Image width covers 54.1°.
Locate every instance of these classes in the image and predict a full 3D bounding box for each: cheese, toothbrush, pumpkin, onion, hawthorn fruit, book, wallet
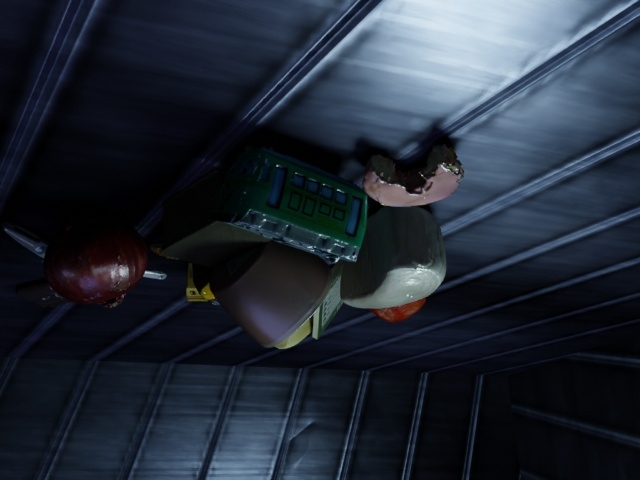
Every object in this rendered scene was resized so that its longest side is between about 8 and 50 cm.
[{"bbox_3d":[-0.049,0.200,2.051,0.128,0.316,0.260,30,128,14],"label":"cheese"},{"bbox_3d":[-0.690,0.080,2.029,0.417,0.040,0.042,13,138,-40],"label":"toothbrush"},{"bbox_3d":[-0.264,0.098,1.915,0.190,0.139,0.280,-35,144,20],"label":"pumpkin"},{"bbox_3d":[-0.607,0.059,1.703,0.276,0.276,0.276,-1,157,-1],"label":"onion"},{"bbox_3d":[0.243,0.168,2.069,0.215,0.215,0.249,-19,140,35],"label":"hawthorn fruit"},{"bbox_3d":[0.038,0.175,2.022,0.027,0.202,0.264,27,144,18],"label":"book"},{"bbox_3d":[-0.949,0.188,2.250,0.229,0.049,0.182,-14,151,25],"label":"wallet"}]

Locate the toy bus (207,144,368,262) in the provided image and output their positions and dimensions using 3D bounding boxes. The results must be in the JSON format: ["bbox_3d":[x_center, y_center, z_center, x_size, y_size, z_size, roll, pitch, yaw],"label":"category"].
[{"bbox_3d":[-0.062,-0.082,1.430,0.343,0.200,0.183,19,175,-31],"label":"toy bus"}]

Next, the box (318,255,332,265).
[{"bbox_3d":[0.000,0.000,1.832,0.155,0.067,0.243,5,157,-20],"label":"box"}]

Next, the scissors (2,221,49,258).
[{"bbox_3d":[-0.811,0.023,1.834,0.138,0.041,0.289,-38,143,3],"label":"scissors"}]

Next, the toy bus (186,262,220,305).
[{"bbox_3d":[-0.276,0.140,2.087,0.335,0.121,0.123,1,150,-3],"label":"toy bus"}]

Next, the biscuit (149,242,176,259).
[{"bbox_3d":[-0.413,0.035,1.940,0.206,0.025,0.126,-3,158,2],"label":"biscuit"}]

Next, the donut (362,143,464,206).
[{"bbox_3d":[0.215,-0.150,1.459,0.232,0.085,0.199,-7,156,11],"label":"donut"}]

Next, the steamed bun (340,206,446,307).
[{"bbox_3d":[0.219,0.063,1.761,0.236,0.247,0.383,9,154,-19],"label":"steamed bun"}]

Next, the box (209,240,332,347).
[{"bbox_3d":[-0.147,0.108,1.694,0.216,0.301,0.301,41,138,-24],"label":"box"}]

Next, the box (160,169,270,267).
[{"bbox_3d":[-0.269,-0.049,1.601,0.184,0.143,0.273,20,148,-41],"label":"box"}]
